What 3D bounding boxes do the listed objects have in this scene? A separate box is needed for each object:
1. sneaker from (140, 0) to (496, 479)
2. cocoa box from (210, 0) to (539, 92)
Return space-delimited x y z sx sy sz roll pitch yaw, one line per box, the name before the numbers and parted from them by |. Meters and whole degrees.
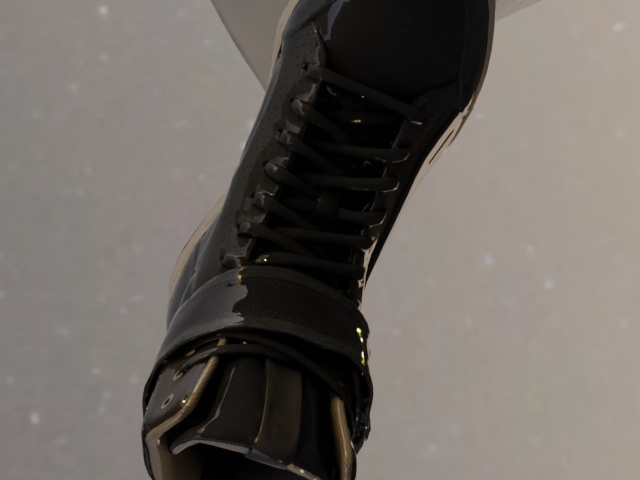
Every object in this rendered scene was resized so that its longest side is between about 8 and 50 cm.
sneaker | 0.001 0.001 0.715 0.086 0.226 0.163 21 -149 -10
cocoa box | 0.079 -0.251 0.828 0.228 0.347 0.231 -28 -98 -33
